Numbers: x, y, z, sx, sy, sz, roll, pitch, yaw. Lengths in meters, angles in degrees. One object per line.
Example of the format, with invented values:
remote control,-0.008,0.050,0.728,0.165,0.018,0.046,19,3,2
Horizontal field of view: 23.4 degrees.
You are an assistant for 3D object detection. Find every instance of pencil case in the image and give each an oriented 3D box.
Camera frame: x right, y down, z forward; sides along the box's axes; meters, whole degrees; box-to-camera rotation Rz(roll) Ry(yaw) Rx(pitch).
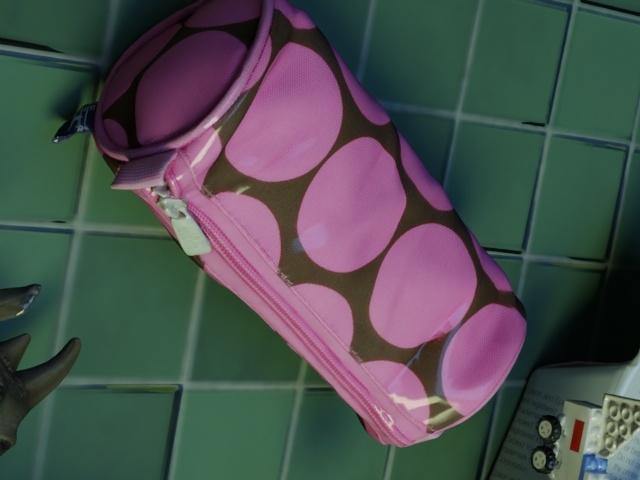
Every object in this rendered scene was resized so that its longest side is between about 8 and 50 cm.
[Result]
pencil case,0.000,0.000,0.600,0.209,0.095,0.098,46,38,-36

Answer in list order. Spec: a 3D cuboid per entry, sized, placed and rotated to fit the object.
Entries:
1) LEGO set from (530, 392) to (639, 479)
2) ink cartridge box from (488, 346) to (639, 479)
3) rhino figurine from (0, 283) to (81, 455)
LEGO set,0.102,0.186,0.681,0.182,0.060,0.244,-44,121,-23
ink cartridge box,0.203,0.192,0.834,0.324,0.071,0.330,28,83,-38
rhino figurine,-0.176,0.043,0.477,0.243,0.073,0.106,-2,106,-41
